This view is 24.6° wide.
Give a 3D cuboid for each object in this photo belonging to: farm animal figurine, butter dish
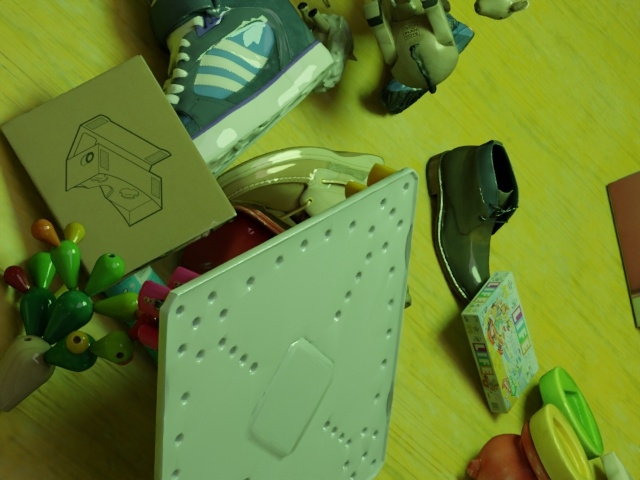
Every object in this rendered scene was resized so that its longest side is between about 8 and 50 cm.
[{"bbox_3d":[0.137,-0.311,1.835,0.172,0.330,0.327,59,34,-44],"label":"farm animal figurine"},{"bbox_3d":[-0.086,0.041,1.588,0.160,0.160,0.118,38,73,-28],"label":"butter dish"}]

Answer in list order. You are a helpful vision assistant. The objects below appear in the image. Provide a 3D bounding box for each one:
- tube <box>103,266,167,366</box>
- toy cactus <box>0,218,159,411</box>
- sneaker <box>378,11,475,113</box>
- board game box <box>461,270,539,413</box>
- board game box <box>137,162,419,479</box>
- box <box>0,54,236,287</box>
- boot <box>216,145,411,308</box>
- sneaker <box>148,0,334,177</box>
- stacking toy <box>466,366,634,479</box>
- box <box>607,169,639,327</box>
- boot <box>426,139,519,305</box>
[{"bbox_3d":[-0.170,0.083,1.541,0.080,0.052,0.207,-46,111,-29],"label":"tube"},{"bbox_3d":[-0.253,0.081,1.385,0.180,0.219,0.112,-50,140,-5],"label":"toy cactus"},{"bbox_3d":[0.125,-0.244,1.958,0.087,0.083,0.221,43,41,-5],"label":"sneaker"},{"bbox_3d":[0.234,0.131,1.897,0.103,0.026,0.154,-46,126,-44],"label":"board game box"},{"bbox_3d":[-0.046,0.151,1.473,0.390,0.050,0.390,-29,133,-47],"label":"board game box"},{"bbox_3d":[-0.206,-0.069,1.496,0.164,0.021,0.201,-29,81,-15],"label":"box"},{"bbox_3d":[0.000,0.000,1.711,0.262,0.095,0.204,0,74,-51],"label":"boot"},{"bbox_3d":[-0.156,-0.200,1.637,0.236,0.130,0.323,46,56,1],"label":"sneaker"},{"bbox_3d":[0.314,0.330,1.910,0.309,0.130,0.279,57,18,-14],"label":"stacking toy"},{"bbox_3d":[0.546,0.009,2.220,0.148,0.126,0.232,5,70,-44],"label":"box"},{"bbox_3d":[0.209,-0.025,1.915,0.082,0.106,0.219,-1,74,-45],"label":"boot"}]
